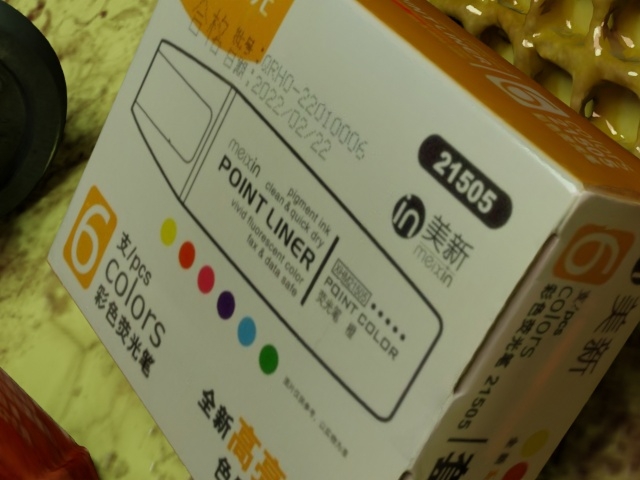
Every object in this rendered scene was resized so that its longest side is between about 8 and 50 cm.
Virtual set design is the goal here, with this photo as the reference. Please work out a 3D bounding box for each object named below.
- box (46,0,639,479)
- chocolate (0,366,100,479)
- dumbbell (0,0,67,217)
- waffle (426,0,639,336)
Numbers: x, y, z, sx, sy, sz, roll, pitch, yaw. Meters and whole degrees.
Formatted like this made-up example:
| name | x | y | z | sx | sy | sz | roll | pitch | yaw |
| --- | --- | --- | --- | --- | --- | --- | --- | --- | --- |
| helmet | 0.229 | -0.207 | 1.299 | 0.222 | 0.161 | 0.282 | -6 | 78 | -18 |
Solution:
| name | x | y | z | sx | sy | sz | roll | pitch | yaw |
| --- | --- | --- | --- | --- | --- | --- | --- | --- | --- |
| box | 0.000 | 0.000 | 0.561 | 0.274 | 0.091 | 0.221 | 45 | 116 | 41 |
| chocolate | -0.242 | 0.119 | 0.575 | 0.237 | 0.235 | 0.108 | -29 | 39 | 7 |
| dumbbell | -0.283 | -0.160 | 0.814 | 0.179 | 0.179 | 0.406 | -33 | 49 | 4 |
| waffle | 0.127 | -0.081 | 0.526 | 0.249 | 0.056 | 0.253 | 62 | 141 | 26 |
